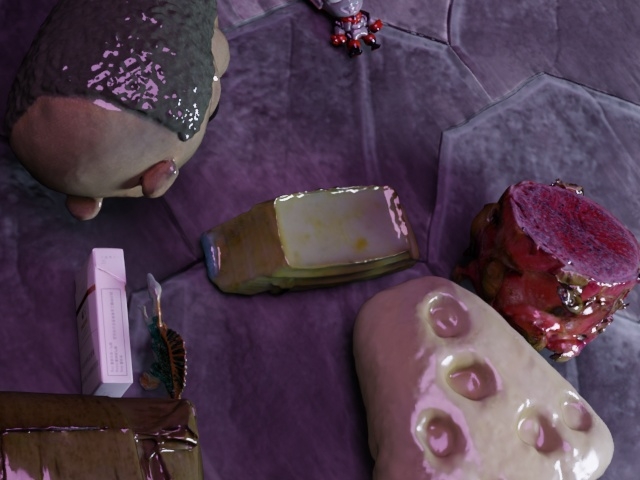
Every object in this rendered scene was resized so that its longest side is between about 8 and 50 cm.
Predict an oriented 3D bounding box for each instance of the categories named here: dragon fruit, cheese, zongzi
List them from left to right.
[{"bbox_3d":[-0.336,0.357,1.221,0.500,0.218,0.466,6,63,-20],"label":"zongzi"},{"bbox_3d":[0.128,0.217,1.544,0.351,0.129,0.328,-38,85,-35],"label":"cheese"},{"bbox_3d":[0.271,0.041,1.670,0.211,0.147,0.282,26,33,-5],"label":"dragon fruit"}]

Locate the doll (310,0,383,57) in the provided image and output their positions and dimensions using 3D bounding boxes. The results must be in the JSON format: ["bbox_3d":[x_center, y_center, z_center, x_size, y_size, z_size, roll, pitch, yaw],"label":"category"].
[{"bbox_3d":[0.026,-0.325,1.829,0.109,0.057,0.169,-22,89,-14],"label":"doll"}]

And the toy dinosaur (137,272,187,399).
[{"bbox_3d":[-0.161,0.133,1.478,0.044,0.106,0.187,-4,66,-25],"label":"toy dinosaur"}]

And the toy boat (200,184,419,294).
[{"bbox_3d":[0.001,-0.002,1.632,0.276,0.084,0.111,-6,69,-27],"label":"toy boat"}]

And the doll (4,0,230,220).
[{"bbox_3d":[-0.216,-0.197,1.568,0.247,0.247,0.349,16,53,-15],"label":"doll"}]

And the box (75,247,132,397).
[{"bbox_3d":[-0.235,0.094,1.480,0.040,0.084,0.154,3,64,-21],"label":"box"}]
